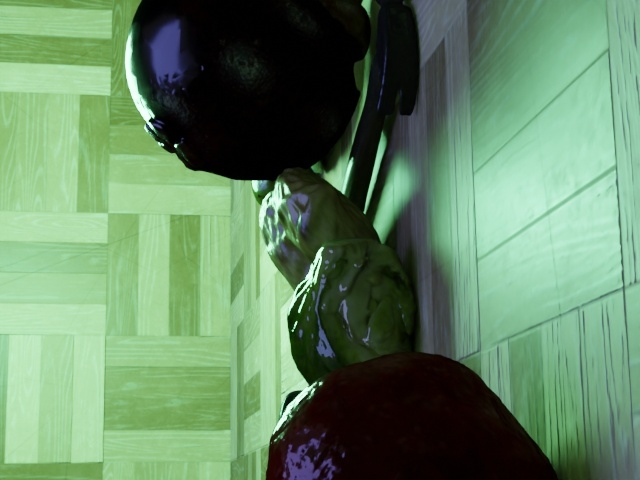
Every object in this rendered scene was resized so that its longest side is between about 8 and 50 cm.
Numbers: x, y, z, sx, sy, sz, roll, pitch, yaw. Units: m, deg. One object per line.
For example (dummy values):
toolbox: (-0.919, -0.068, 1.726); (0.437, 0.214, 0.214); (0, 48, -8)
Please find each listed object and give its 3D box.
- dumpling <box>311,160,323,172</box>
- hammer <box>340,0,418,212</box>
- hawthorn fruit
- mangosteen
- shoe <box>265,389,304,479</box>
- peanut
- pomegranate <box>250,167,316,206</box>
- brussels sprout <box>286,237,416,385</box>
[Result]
dumpling: (-0.068, -0.245, 1.966); (0.212, 0.270, 0.321); (-58, -1, 28)
hammer: (0.057, -0.111, 1.604); (0.440, 0.044, 0.168); (103, 167, -52)
hawthorn fruit: (0.082, 0.220, 0.937); (0.210, 0.230, 0.266); (-50, 47, 14)
mangosteen: (-0.079, -0.243, 1.660); (0.347, 0.307, 0.307); (-48, 1, -13)
shoe: (-0.028, 0.362, 1.825); (0.137, 0.114, 0.291); (114, 158, -55)
peanut: (0.000, 0.000, 1.600); (0.197, 0.110, 0.233); (52, 156, 11)
pomegranate: (-0.055, -0.095, 2.119); (0.142, 0.114, 0.115); (32, -123, -73)
brussels sprout: (0.032, 0.091, 1.450); (0.145, 0.131, 0.183); (133, 133, -68)
